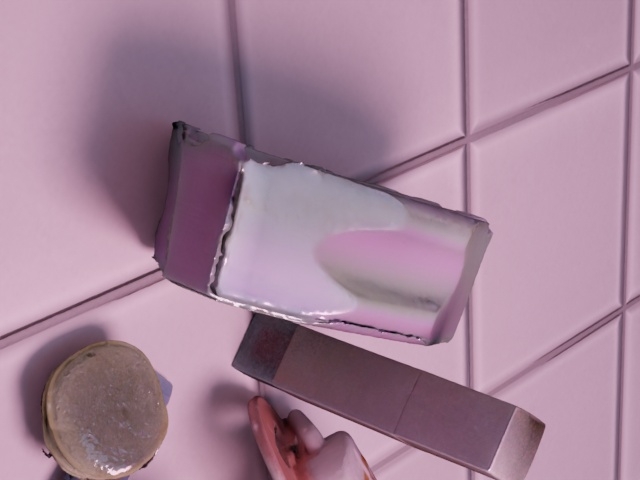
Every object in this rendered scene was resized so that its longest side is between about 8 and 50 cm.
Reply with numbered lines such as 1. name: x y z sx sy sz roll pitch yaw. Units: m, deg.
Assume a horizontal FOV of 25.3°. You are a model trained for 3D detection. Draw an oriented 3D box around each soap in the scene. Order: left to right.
1. soap: 0.000 0.000 1.498 0.446 0.261 0.156 15 94 -51

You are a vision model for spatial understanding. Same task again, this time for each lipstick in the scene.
1. lipstick: 0.065 0.166 1.543 0.076 0.372 0.079 35 76 -48

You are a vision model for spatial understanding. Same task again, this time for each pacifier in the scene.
1. pacifier: -0.018 0.334 1.629 0.273 0.220 0.332 -38 106 -32

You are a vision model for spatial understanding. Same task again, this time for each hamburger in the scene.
1. hamburger: -0.219 0.175 1.435 0.133 0.062 0.140 -22 90 -36

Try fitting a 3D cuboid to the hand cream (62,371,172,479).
1. hand cream: -0.237 0.251 1.481 0.091 0.058 0.271 42 66 -41
